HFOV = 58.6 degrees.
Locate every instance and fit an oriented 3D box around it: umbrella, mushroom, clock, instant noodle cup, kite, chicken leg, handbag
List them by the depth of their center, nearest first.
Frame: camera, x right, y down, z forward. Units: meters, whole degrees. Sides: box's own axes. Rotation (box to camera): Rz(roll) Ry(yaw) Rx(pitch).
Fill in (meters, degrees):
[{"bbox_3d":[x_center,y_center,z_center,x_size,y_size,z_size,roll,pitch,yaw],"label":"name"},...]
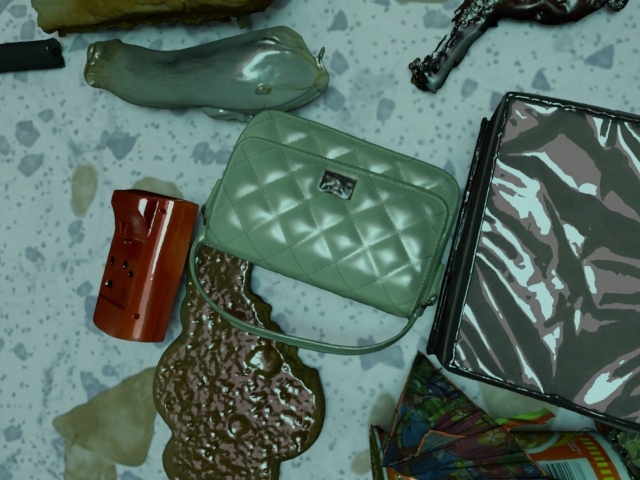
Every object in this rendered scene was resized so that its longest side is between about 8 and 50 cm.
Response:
[{"bbox_3d":[0.126,0.164,0.502,0.183,0.241,0.014,-6,114,-20],"label":"kite"},{"bbox_3d":[0.161,0.250,0.521,0.211,0.193,0.193,-7,86,-1],"label":"instant noodle cup"},{"bbox_3d":[0.000,0.000,0.570,0.255,0.079,0.219,20,74,7],"label":"handbag"},{"bbox_3d":[0.202,-0.244,0.595,0.253,0.051,0.106,-26,89,9],"label":"chicken leg"},{"bbox_3d":[-0.196,0.024,0.608,0.113,0.061,0.155,13,91,46],"label":"clock"},{"bbox_3d":[-0.127,-0.181,0.615,0.277,0.099,0.097,1,69,11],"label":"mushroom"},{"bbox_3d":[-0.371,-0.218,0.682,0.132,0.031,0.036,-2,86,9],"label":"umbrella"}]

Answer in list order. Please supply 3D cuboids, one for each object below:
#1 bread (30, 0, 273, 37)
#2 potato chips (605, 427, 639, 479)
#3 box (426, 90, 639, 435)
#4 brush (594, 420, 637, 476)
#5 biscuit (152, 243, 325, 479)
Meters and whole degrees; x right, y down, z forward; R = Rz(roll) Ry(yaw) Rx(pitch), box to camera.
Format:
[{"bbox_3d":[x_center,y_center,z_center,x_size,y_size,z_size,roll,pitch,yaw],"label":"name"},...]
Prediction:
[{"bbox_3d":[-0.221,-0.312,0.601,0.379,0.109,0.186,5,124,21],"label":"bread"},{"bbox_3d":[0.377,0.154,0.541,0.201,0.029,0.220,23,87,-7],"label":"potato chips"},{"bbox_3d":[0.212,0.018,0.512,0.188,0.153,0.253,16,91,9],"label":"box"},{"bbox_3d":[0.276,0.125,0.583,0.090,0.017,0.315,-23,85,9],"label":"brush"},{"bbox_3d":[-0.094,0.141,0.618,0.183,0.047,0.320,-11,85,4],"label":"biscuit"}]
